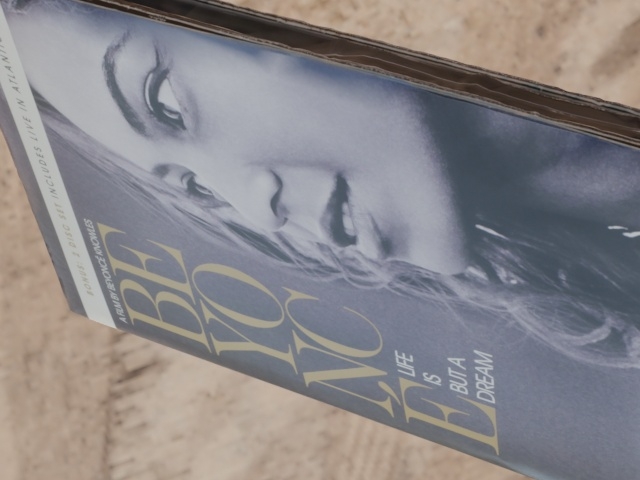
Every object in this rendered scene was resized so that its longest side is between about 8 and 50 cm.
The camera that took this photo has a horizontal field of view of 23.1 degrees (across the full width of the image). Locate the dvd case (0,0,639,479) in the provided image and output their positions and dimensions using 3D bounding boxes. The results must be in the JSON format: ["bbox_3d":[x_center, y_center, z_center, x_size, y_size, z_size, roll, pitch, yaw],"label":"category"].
[{"bbox_3d":[0.000,0.000,0.464,0.018,0.221,0.164,-57,154,-32],"label":"dvd case"}]
